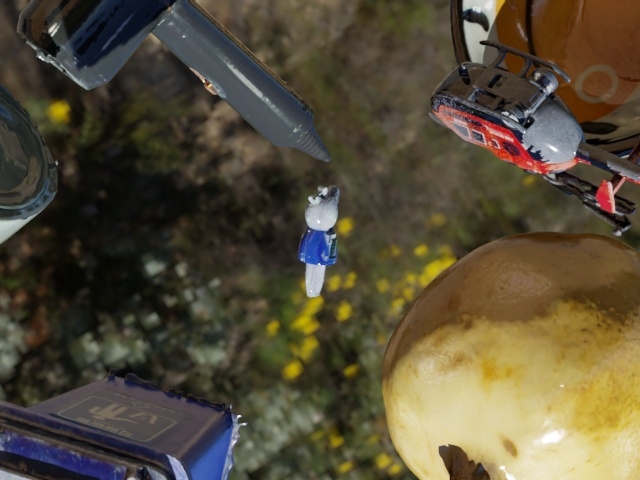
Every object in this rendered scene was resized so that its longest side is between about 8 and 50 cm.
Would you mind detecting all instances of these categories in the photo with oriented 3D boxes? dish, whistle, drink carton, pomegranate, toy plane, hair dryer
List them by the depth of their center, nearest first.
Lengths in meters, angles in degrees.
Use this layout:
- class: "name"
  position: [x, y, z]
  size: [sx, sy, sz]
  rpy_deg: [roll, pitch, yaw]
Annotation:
- class: "toy plane"
  position: [0.099, -0.044, 0.722]
  size: [0.145, 0.060, 0.037]
  rpy_deg: [27, -117, 31]
- class: "pomegranate"
  position: [0.124, 0.091, 0.967]
  size: [0.196, 0.196, 0.196]
  rpy_deg: [-29, -176, 2]
- class: "whistle"
  position: [0.000, 0.000, 1.181]
  size: [0.029, 0.083, 0.033]
  rpy_deg: [20, -157, 35]
- class: "dish"
  position: [0.250, -0.192, 1.319]
  size: [0.303, 0.303, 0.120]
  rpy_deg: [-26, 161, 34]
- class: "drink carton"
  position: [-0.344, -0.034, 1.389]
  size: [0.189, 0.191, 0.185]
  rpy_deg: [-36, 171, 35]
- class: "hair dryer"
  position: [-0.111, -0.162, 1.581]
  size: [0.189, 0.352, 0.107]
  rpy_deg: [-50, -147, -4]

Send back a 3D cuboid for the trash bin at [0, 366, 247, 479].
- class: "trash bin"
  position: [-0.150, 0.190, 1.123]
  size: [0.163, 0.184, 0.234]
  rpy_deg: [16, -168, 9]
